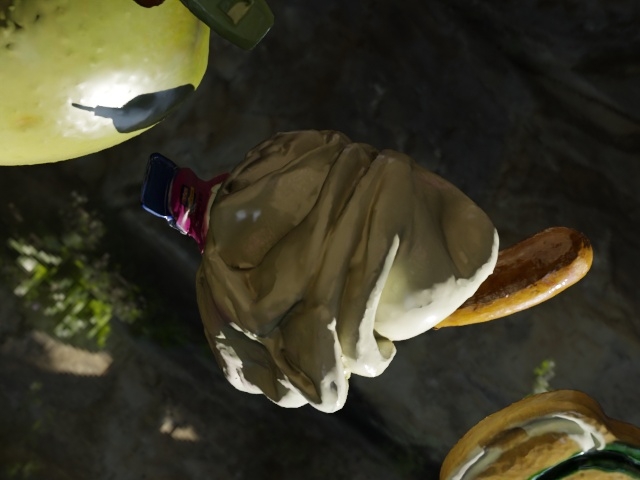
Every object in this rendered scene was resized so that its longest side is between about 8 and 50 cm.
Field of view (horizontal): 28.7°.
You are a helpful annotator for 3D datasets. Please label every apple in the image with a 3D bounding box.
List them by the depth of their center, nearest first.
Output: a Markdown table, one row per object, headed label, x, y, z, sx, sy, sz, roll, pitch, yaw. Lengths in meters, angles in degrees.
| label | x | y | z | sx | sy | sz | roll | pitch | yaw |
| --- | --- | --- | --- | --- | --- | --- | --- | --- | --- |
| apple | -0.343 | -0.309 | 1.526 | 0.474 | 0.473 | 0.473 | -29 | -147 | 21 |

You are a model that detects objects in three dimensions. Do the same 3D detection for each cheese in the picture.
| label | x | y | z | sx | sy | sz | roll | pitch | yaw |
| --- | --- | --- | --- | --- | --- | --- | --- | --- | --- |
| cheese | -0.120 | -0.024 | 1.509 | 0.062 | 0.244 | 0.155 | -16 | -126 | 38 |

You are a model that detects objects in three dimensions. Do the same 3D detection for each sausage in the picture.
| label | x | y | z | sx | sy | sz | roll | pitch | yaw |
| --- | --- | --- | --- | --- | --- | --- | --- | --- | --- |
| sausage | 0.272 | 0.056 | 1.856 | 0.271 | 0.109 | 0.109 | -21 | -144 | 19 |

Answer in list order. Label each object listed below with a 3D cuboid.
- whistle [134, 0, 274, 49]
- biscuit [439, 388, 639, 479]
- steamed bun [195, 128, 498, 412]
| label | x | y | z | sx | sy | sz | roll | pitch | yaw |
| --- | --- | --- | --- | --- | --- | --- | --- | --- | --- |
| whistle | -0.148 | -0.271 | 1.084 | 0.131 | 0.288 | 0.106 | -52 | -153 | -6 |
| biscuit | 0.270 | 0.307 | 1.360 | 0.287 | 0.344 | 0.057 | -40 | -153 | 26 |
| steamed bun | 0.000 | 0.000 | 1.148 | 0.268 | 0.207 | 0.280 | -43 | -163 | -20 |
